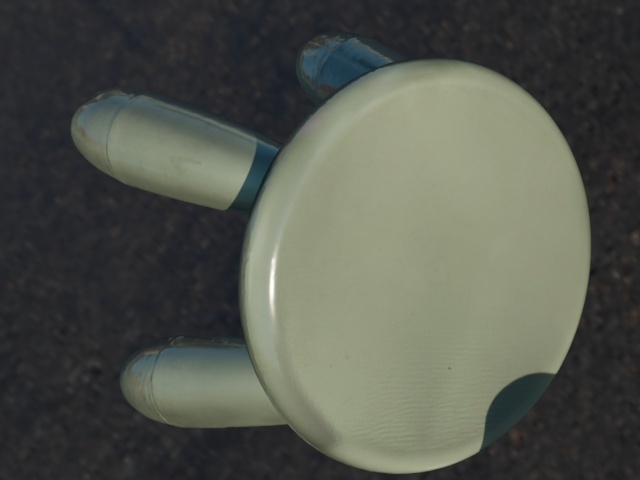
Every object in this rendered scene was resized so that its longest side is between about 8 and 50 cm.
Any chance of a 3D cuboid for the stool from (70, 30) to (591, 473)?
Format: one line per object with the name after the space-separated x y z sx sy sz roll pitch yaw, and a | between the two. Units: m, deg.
0.000 0.000 0.936 0.195 0.195 0.199 -19 20 -32 | stool
